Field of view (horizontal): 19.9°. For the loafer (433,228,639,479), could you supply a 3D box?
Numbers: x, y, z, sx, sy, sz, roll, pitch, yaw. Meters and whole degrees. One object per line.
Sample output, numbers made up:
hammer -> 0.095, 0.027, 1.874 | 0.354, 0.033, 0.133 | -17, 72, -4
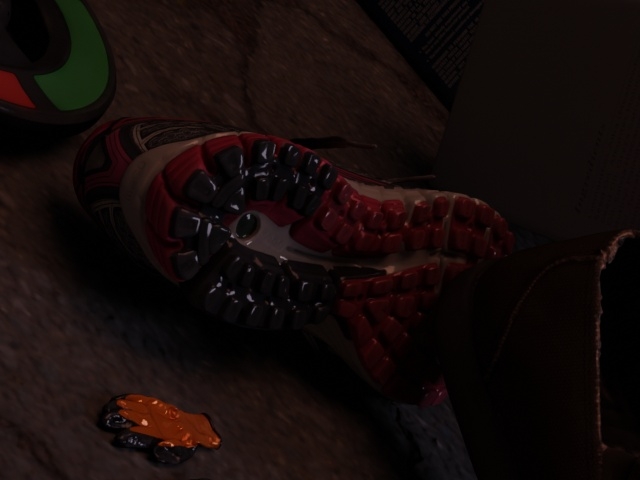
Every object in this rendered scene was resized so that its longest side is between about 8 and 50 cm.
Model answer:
loafer -> 0.166, 0.151, 0.883 | 0.134, 0.130, 0.366 | -2, 61, -43

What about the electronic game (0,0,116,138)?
electronic game -> -0.204, -0.140, 0.966 | 0.229, 0.048, 0.229 | 36, 23, -18

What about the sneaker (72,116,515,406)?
sneaker -> 0.000, 0.000, 0.981 | 0.112, 0.121, 0.299 | 25, -2, 43

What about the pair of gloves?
pair of gloves -> -0.062, 0.103, 0.823 | 0.074, 0.010, 0.083 | 16, 36, -48

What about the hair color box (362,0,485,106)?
hair color box -> 0.175, -0.147, 1.525 | 0.347, 0.105, 0.174 | 53, 24, 21

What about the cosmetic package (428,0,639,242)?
cosmetic package -> 0.264, -0.048, 1.137 | 0.230, 0.161, 0.453 | 14, 5, -19
